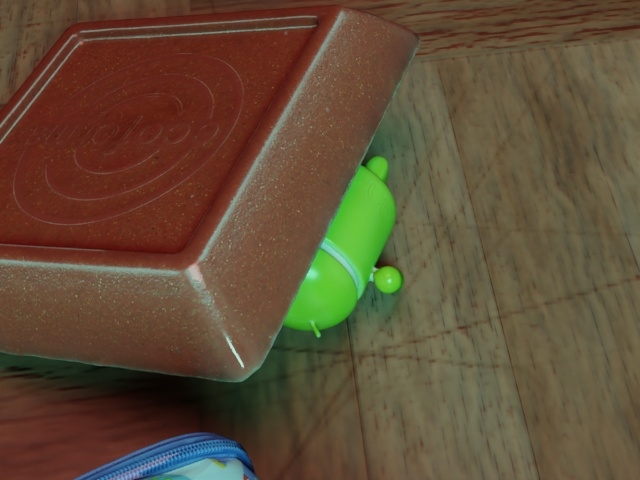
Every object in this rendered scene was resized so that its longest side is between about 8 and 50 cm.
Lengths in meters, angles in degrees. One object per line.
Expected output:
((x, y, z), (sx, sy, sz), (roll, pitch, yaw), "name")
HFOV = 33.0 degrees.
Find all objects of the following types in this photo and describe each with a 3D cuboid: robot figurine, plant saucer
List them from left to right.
((-0.103, -0.049, 0.609), (0.258, 0.048, 0.259), (3, 49, 29), "plant saucer")
((0.000, 0.000, 0.594), (0.101, 0.067, 0.115), (21, 54, 8), "robot figurine")

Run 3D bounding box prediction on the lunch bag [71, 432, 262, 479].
((-0.103, 0.168, 0.391), (0.219, 0.176, 0.090), (-24, 53, -14), "lunch bag")
